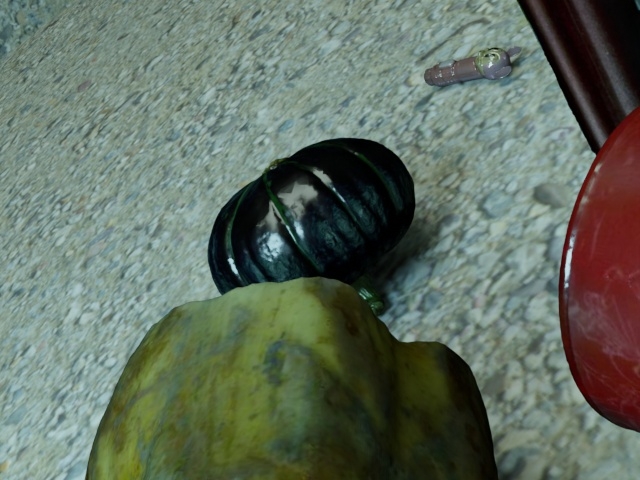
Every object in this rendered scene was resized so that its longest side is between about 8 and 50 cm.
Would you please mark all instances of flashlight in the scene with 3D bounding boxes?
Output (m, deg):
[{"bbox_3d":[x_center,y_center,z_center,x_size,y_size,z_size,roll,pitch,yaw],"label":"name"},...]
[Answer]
[{"bbox_3d":[0.156,-0.183,1.011,0.110,0.031,0.052,-4,45,42],"label":"flashlight"}]

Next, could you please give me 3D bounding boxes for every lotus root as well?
[{"bbox_3d":[-0.029,0.202,0.502,0.250,0.250,0.346,-21,32,24],"label":"lotus root"}]

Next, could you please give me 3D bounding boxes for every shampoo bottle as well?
[{"bbox_3d":[0.191,-0.130,0.631,0.084,0.323,0.129,-18,38,28],"label":"shampoo bottle"}]

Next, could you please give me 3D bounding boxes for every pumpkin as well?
[{"bbox_3d":[-0.008,-0.011,0.839,0.194,0.150,0.194,-19,28,11],"label":"pumpkin"}]

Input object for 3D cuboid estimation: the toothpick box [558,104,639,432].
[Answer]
[{"bbox_3d":[0.301,0.037,0.425,0.204,0.204,0.333,-49,34,-19],"label":"toothpick box"}]
